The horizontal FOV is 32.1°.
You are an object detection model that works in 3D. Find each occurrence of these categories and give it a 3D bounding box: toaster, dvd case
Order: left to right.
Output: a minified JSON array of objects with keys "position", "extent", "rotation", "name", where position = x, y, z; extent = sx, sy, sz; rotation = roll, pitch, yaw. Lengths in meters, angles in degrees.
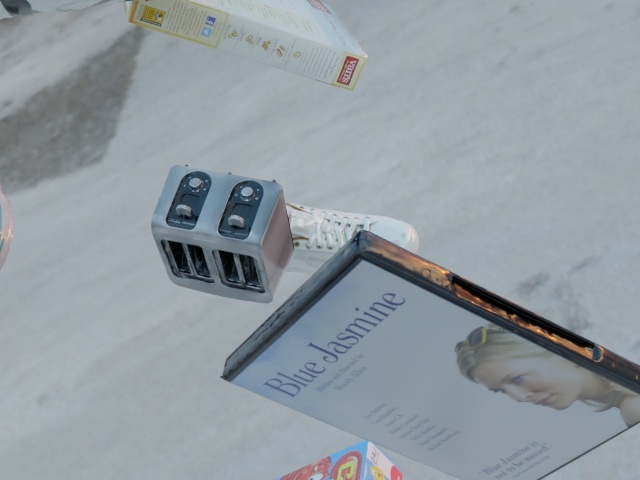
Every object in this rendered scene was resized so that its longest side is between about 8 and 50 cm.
[{"position":[-0.133,-0.005,1.552],"extent":[0.168,0.186,0.110],"rotation":[12,57,14],"name":"toaster"},{"position":[0.084,0.095,0.759],"extent":[0.180,0.253,0.022],"rotation":[-45,27,44],"name":"dvd case"}]

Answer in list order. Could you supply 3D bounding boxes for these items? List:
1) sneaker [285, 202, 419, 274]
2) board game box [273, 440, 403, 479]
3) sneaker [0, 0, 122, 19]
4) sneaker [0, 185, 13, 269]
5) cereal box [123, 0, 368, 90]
[{"position":[0.000,0.000,1.684],"extent":[0.290,0.123,0.106],"rotation":[-2,67,14],"name":"sneaker"},{"position":[-0.039,0.467,1.579],"extent":[0.302,0.086,0.308],"rotation":[-30,27,27],"name":"board game box"},{"position":[-0.184,-0.297,0.816],"extent":[0.257,0.169,0.447],"rotation":[-8,-9,-6],"name":"sneaker"},{"position":[-0.479,-0.063,1.433],"extent":[0.108,0.121,0.302],"rotation":[-45,46,26],"name":"sneaker"},{"position":[-0.084,-0.233,1.141],"extent":[0.047,0.240,0.173],"rotation":[-65,23,23],"name":"cereal box"}]
